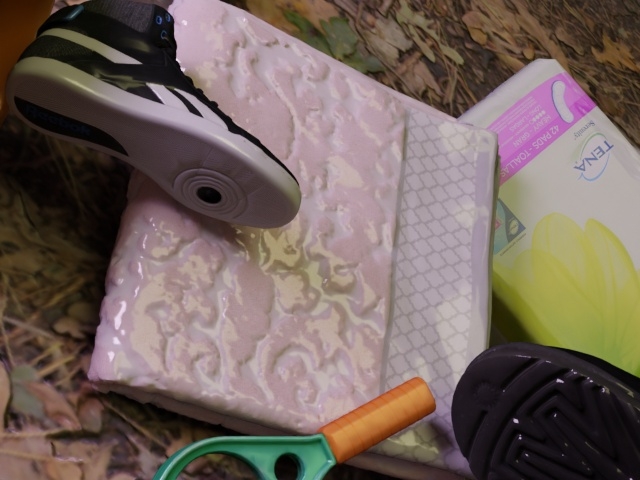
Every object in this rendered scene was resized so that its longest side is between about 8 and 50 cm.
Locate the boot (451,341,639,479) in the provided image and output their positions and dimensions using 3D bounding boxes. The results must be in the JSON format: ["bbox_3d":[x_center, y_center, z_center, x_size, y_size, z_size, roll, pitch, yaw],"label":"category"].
[{"bbox_3d":[0.278,0.158,1.008,0.348,0.131,0.260,31,25,6],"label":"boot"}]

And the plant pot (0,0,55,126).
[{"bbox_3d":[-0.290,-0.158,0.843,0.188,0.205,0.205,23,40,-5],"label":"plant pot"}]

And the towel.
[{"bbox_3d":[0.000,0.000,1.001,0.317,0.053,0.332,21,58,-22],"label":"towel"}]

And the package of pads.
[{"bbox_3d":[0.220,0.000,1.205,0.229,0.101,0.296,-37,85,-26],"label":"package of pads"}]

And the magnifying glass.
[{"bbox_3d":[-0.015,0.153,0.886,0.231,0.026,0.092,-24,86,-31],"label":"magnifying glass"}]

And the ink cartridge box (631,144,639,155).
[{"bbox_3d":[0.355,0.030,1.403,0.330,0.071,0.324,35,37,-2],"label":"ink cartridge box"}]

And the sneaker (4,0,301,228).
[{"bbox_3d":[-0.099,-0.103,0.913,0.216,0.079,0.121,26,49,-11],"label":"sneaker"}]
